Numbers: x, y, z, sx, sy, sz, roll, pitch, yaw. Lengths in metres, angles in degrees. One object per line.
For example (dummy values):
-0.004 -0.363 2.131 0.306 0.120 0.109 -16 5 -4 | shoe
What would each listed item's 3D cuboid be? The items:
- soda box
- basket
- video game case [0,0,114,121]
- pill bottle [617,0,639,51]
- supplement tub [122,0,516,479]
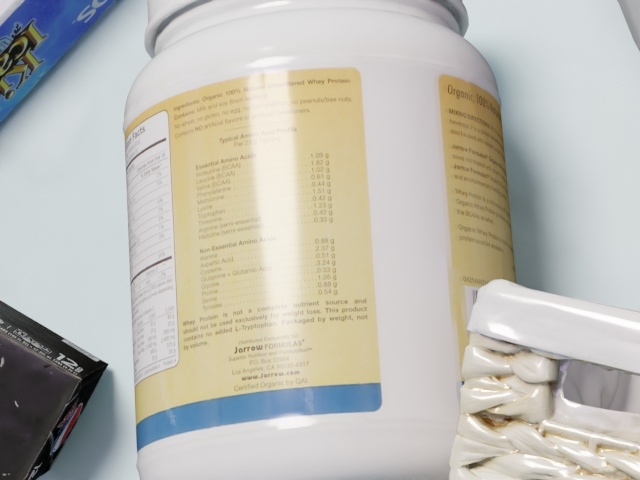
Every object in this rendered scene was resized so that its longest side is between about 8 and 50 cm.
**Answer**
-0.178 0.037 0.807 0.169 0.053 0.060 31 96 4 | soda box
0.119 0.079 0.640 0.113 0.167 0.103 12 90 26 | basket
-0.223 -0.146 0.898 0.269 0.061 0.244 -45 66 9 | video game case
0.206 -0.144 0.543 0.264 0.153 0.153 -16 71 5 | pill bottle
0.000 0.000 0.719 0.144 0.144 0.200 -9 74 22 | supplement tub
